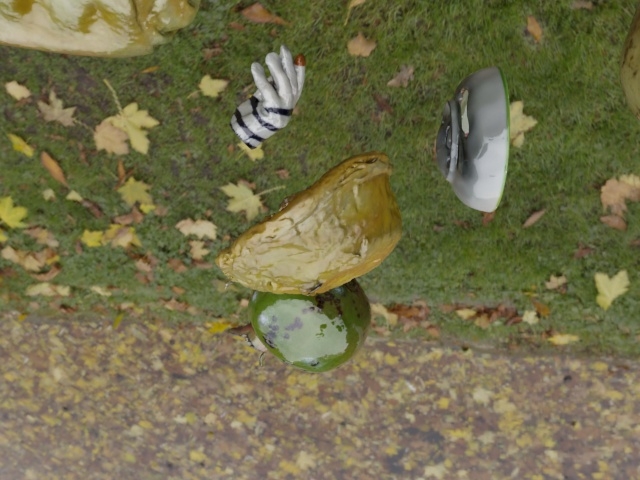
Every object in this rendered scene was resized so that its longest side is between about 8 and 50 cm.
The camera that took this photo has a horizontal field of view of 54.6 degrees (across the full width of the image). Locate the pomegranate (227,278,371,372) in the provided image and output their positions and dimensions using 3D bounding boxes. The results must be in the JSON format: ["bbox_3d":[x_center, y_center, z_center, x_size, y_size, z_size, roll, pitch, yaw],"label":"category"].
[{"bbox_3d":[-0.056,0.168,1.364,0.323,0.291,0.291,-29,115,1],"label":"pomegranate"}]

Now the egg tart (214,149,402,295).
[{"bbox_3d":[0.000,0.000,0.996,0.339,0.351,0.153,-31,79,-9],"label":"egg tart"}]

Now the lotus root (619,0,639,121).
[{"bbox_3d":[0.280,-0.105,0.381,0.138,0.214,0.139,-15,133,-17],"label":"lotus root"}]

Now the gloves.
[{"bbox_3d":[-0.101,-0.307,1.341,0.218,0.140,0.131,-42,83,5],"label":"gloves"}]

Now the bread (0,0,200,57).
[{"bbox_3d":[-0.184,-0.153,0.358,0.231,0.128,0.088,0,97,-11],"label":"bread"}]

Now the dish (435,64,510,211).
[{"bbox_3d":[0.327,-0.224,1.392,0.124,0.324,0.324,0,124,4],"label":"dish"}]
